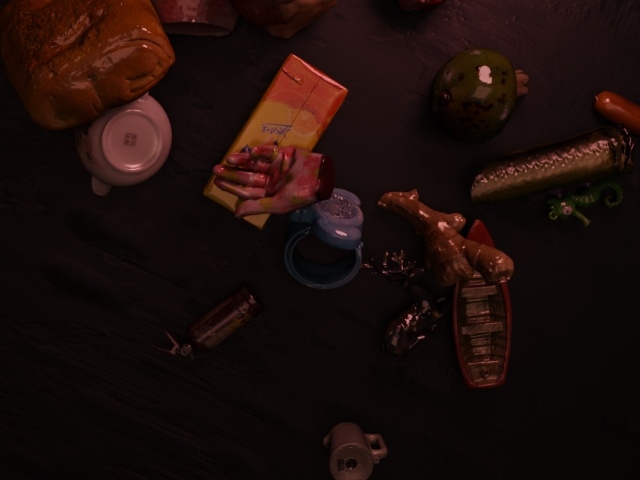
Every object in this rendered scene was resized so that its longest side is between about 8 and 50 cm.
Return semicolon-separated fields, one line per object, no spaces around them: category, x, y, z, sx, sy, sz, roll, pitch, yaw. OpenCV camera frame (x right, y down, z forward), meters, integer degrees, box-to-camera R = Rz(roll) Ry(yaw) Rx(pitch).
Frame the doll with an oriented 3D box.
doll;0.600;-0.093;1.837;0.190;0.050;0.115;-23;89;-7

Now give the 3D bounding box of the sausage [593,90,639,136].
sausage;0.688;-0.279;1.815;0.183;0.054;0.062;28;114;-11

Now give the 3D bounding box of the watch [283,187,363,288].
watch;0.000;0.000;1.758;0.210;0.211;0.193;16;120;-6

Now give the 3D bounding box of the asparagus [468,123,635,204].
asparagus;0.502;-0.164;1.787;0.381;0.129;0.108;-13;140;2

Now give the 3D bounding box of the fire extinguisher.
fire extinguisher;-0.253;0.188;1.815;0.252;0.075;0.106;-37;71;3

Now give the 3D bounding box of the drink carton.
drink carton;-0.099;-0.212;1.743;0.154;0.111;0.351;32;96;-7

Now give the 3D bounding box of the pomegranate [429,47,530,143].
pomegranate;0.347;-0.313;1.731;0.247;0.202;0.202;-11;100;-30

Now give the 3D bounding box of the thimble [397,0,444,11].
thimble;0.219;-0.584;1.700;0.163;0.125;0.190;-7;99;-3

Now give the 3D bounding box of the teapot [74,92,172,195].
teapot;-0.413;-0.229;1.707;0.204;0.139;0.298;16;95;-33

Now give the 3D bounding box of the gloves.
gloves;-0.099;-0.122;1.647;0.241;0.126;0.145;3;102;27

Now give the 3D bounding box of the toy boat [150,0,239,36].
toy boat;-0.258;-0.578;1.701;0.206;0.096;0.283;-3;86;-12

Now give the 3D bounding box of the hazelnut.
hazelnut;-0.072;-0.528;1.640;0.261;0.261;0.241;-6;112;-3

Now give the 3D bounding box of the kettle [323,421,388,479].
kettle;0.075;0.471;1.836;0.126;0.148;0.098;-34;97;3

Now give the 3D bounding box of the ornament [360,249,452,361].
ornament;0.162;0.130;1.792;0.202;0.080;0.236;-43;122;-5

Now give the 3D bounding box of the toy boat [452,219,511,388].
toy boat;0.360;0.142;1.841;0.136;0.079;0.393;-6;99;-2

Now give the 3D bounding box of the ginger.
ginger;0.265;0.000;1.767;0.334;0.081;0.148;46;116;22

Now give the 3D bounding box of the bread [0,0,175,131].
bread;-0.484;-0.405;1.604;0.327;0.148;0.337;-26;66;1
